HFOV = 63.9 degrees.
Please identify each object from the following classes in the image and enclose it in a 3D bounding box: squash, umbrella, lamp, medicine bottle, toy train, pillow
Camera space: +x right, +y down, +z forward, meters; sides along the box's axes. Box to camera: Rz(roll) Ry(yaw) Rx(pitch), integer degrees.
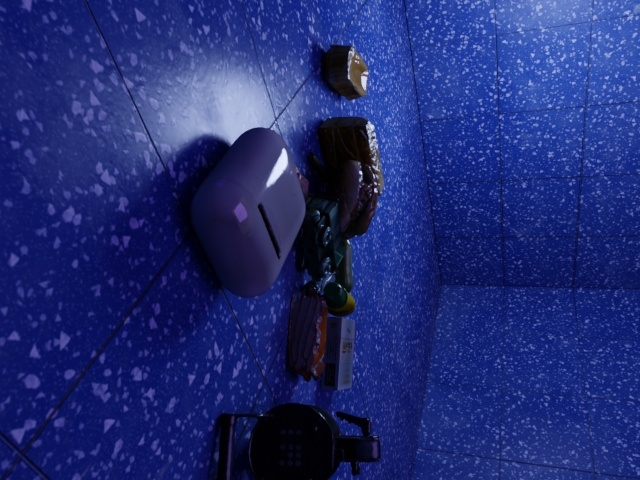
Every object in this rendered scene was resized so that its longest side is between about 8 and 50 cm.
[{"bbox_3d":[0.081,0.096,1.835,0.077,0.068,0.219,-33,121,-71],"label":"squash"},{"bbox_3d":[0.010,0.133,1.672,0.250,0.053,0.052,-24,110,-65],"label":"umbrella"},{"bbox_3d":[-0.063,0.506,1.256,0.272,0.374,0.205,122,-30,-68],"label":"lamp"},{"bbox_3d":[0.050,0.183,1.612,0.309,0.111,0.076,70,22,-71],"label":"medicine bottle"},{"bbox_3d":[0.000,0.000,1.530,0.154,0.115,0.269,-55,148,-42],"label":"toy train"},{"bbox_3d":[-0.083,-0.156,1.462,0.232,0.043,0.126,44,54,-65],"label":"pillow"}]

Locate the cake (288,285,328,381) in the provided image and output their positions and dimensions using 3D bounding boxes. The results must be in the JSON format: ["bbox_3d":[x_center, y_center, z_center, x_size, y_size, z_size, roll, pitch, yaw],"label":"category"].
[{"bbox_3d":[-0.037,0.275,1.488,0.135,0.098,0.287,-13,102,-68],"label":"cake"}]

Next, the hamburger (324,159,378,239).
[{"bbox_3d":[0.086,-0.129,1.654,0.243,0.146,0.286,-94,-162,-45],"label":"hamburger"}]

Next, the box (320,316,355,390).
[{"bbox_3d":[0.063,0.391,1.784,0.155,0.067,0.242,29,64,-68],"label":"box"}]

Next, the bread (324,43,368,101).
[{"bbox_3d":[0.092,-0.595,1.826,0.241,0.107,0.136,5,88,-68],"label":"bread"}]

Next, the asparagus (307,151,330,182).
[{"bbox_3d":[-0.002,-0.232,1.678,0.165,0.036,0.030,53,51,-58],"label":"asparagus"}]

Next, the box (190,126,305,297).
[{"bbox_3d":[-0.147,-0.068,1.152,0.349,0.141,0.288,-67,150,-46],"label":"box"}]

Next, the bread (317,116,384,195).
[{"bbox_3d":[0.110,-0.282,1.766,0.114,0.185,0.274,-60,144,-43],"label":"bread"}]
